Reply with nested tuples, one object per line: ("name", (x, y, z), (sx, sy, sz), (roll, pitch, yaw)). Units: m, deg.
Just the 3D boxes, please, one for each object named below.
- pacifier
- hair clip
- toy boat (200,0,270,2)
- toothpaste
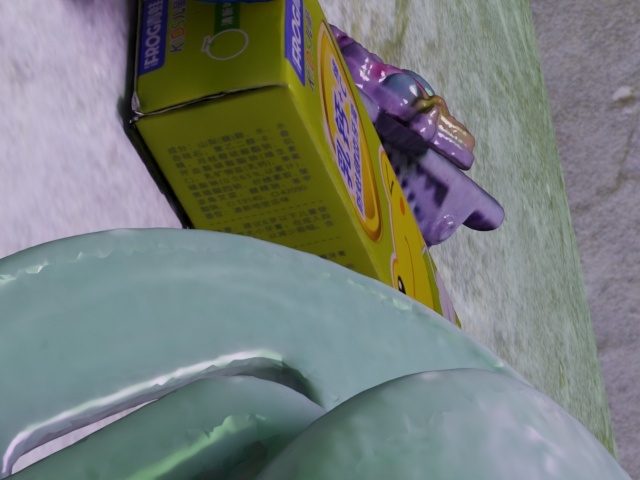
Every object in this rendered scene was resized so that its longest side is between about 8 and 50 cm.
("pacifier", (-0.012, 0.172, 0.438), (0.288, 0.269, 0.343), (-14, 62, -44))
("hair clip", (0.040, -0.064, 1.155), (0.137, 0.090, 0.278), (45, -8, 31))
("toy boat", (-0.038, -0.219, 0.730), (0.070, 0.210, 0.291), (44, -29, 43))
("toothpaste", (0.000, 0.000, 0.942), (0.327, 0.077, 0.110), (63, 20, -46))
